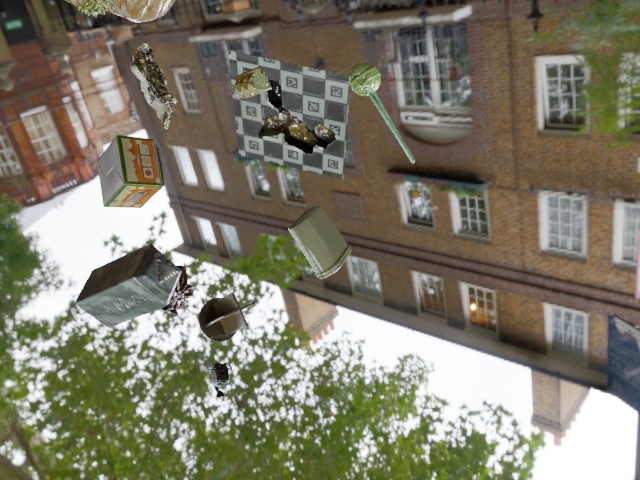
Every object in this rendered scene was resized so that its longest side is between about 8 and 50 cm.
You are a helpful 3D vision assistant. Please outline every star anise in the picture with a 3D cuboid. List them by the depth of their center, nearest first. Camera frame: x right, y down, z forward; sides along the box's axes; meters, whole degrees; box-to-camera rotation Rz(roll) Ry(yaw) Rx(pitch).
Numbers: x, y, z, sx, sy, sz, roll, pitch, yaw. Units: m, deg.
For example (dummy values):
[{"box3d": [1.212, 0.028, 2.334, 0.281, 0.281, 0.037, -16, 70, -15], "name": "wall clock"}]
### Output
[{"box3d": [-0.582, 0.186, 2.315, 0.099, 0.220, 0.214, -2, -130, 18], "name": "star anise"}]

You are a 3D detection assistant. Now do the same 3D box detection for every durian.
[{"box3d": [-0.555, -0.638, 1.530, 0.119, 0.108, 0.187, 21, -114, 8], "name": "durian"}]

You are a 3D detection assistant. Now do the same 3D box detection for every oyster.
[{"box3d": [-0.499, -0.455, 1.793, 0.083, 0.214, 0.223, -25, 171, -16], "name": "oyster"}]

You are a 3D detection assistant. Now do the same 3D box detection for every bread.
[{"box3d": [-0.150, -0.348, 1.312, 0.110, 0.060, 0.066, 5, -116, 58], "name": "bread"}]

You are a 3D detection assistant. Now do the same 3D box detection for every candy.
[{"box3d": [0.190, -0.372, 1.754, 0.093, 0.335, 0.092, -30, -175, 7], "name": "candy"}]

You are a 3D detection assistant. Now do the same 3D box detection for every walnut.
[{"box3d": [-0.548, -0.809, 1.737, 0.277, 0.313, 0.252, 36, -147, 28], "name": "walnut"}]

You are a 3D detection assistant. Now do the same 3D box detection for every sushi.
[{"box3d": [-0.078, -0.362, 1.683, 0.343, 0.359, 0.064, 15, -130, 12], "name": "sushi"}]

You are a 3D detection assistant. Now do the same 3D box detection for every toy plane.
[{"box3d": [-0.289, 0.375, 1.657, 0.053, 0.078, 0.197, 11, 179, -21], "name": "toy plane"}]

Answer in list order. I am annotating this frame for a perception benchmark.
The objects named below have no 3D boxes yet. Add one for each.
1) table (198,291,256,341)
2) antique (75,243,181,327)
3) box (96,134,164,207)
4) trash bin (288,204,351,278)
[{"box3d": [-0.331, 0.269, 2.160, 0.167, 0.167, 0.226, -31, 180, -33], "name": "table"}, {"box3d": [-0.346, 0.083, 1.085, 0.183, 0.088, 0.086, -22, -143, 30], "name": "antique"}, {"box3d": [-0.632, -0.224, 1.976, 0.148, 0.177, 0.195, -1, 160, -42], "name": "box"}, {"box3d": [0.000, 0.000, 2.436, 0.121, 0.247, 0.243, -27, -169, 30], "name": "trash bin"}]
